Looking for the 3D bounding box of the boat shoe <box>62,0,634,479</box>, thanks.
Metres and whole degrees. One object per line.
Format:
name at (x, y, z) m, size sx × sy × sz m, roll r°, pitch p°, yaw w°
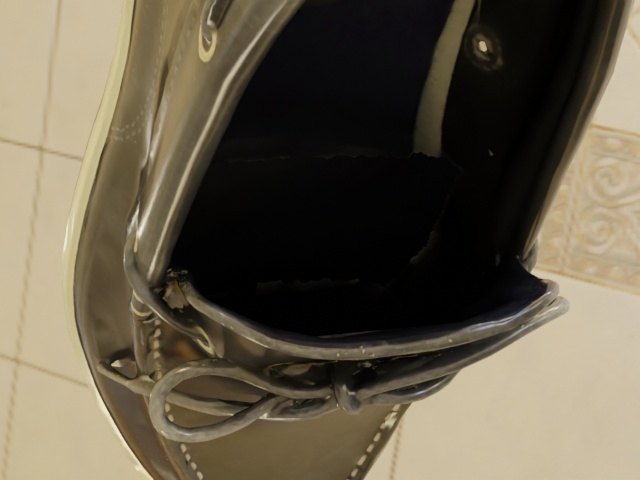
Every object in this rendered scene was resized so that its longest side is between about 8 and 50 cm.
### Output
boat shoe at (0.000, 0.000, 0.508) m, size 0.500 × 0.187 × 0.156 m, roll 104°, pitch 152°, yaw -48°
